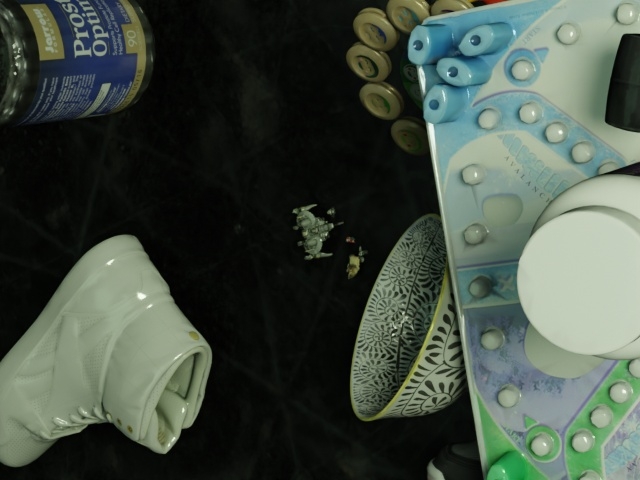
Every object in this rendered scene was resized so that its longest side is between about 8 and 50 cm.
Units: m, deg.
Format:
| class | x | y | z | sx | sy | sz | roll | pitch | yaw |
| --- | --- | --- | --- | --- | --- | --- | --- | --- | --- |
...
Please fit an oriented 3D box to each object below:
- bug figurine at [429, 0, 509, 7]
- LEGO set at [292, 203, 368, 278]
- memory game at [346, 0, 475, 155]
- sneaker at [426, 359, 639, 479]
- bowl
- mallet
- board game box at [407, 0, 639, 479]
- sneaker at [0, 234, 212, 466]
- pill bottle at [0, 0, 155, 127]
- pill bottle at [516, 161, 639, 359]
| class | x | y | z | sx | sy | sz | roll | pitch | yaw |
| --- | --- | --- | --- | --- | --- | --- | --- | --- | --- |
| bug figurine | 0.201 | -0.236 | 1.115 | 0.279 | 0.072 | 0.216 | -8 | 101 | 34 |
| LEGO set | 0.002 | -0.001 | 1.353 | 0.083 | 0.023 | 0.054 | 23 | 113 | 33 |
| memory game | 0.102 | -0.111 | 1.194 | 0.186 | 0.012 | 0.186 | 23 | 145 | 17 |
| sneaker | 0.194 | 0.120 | 1.182 | 0.268 | 0.101 | 0.153 | -8 | 93 | 33 |
| bowl | 0.094 | 0.071 | 1.241 | 0.170 | 0.080 | 0.170 | -161 | 90 | -75 |
| mallet | 0.267 | -0.073 | 0.981 | 0.189 | 0.039 | 0.062 | 22 | 105 | 18 |
| board game box | 0.261 | 0.013 | 1.041 | 0.389 | 0.050 | 0.390 | -8 | 93 | 26 |
| sneaker | -0.214 | 0.155 | 1.502 | 0.169 | 0.108 | 0.292 | 50 | 124 | 23 |
| pill bottle | -0.261 | -0.162 | 1.401 | 0.122 | 0.219 | 0.123 | 9 | 104 | 37 |
| pill bottle | 0.184 | 0.011 | 0.941 | 0.108 | 0.193 | 0.108 | 4 | 99 | 26 |
